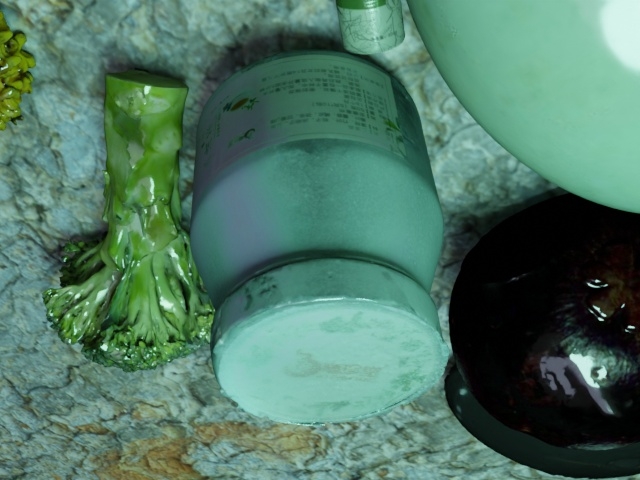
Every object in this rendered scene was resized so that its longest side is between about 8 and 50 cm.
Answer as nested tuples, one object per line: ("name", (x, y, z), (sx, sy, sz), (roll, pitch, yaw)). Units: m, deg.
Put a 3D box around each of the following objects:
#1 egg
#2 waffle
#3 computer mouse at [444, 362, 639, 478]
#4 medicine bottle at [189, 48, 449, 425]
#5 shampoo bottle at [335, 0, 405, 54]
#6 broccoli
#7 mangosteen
("egg", (0.215, -0.182, 0.523), (0.389, 0.276, 0.276), (40, 128, -18))
("waffle", (-0.418, -0.210, 0.821), (0.193, 0.070, 0.197), (16, 134, 2))
("computer mouse", (0.319, 0.238, 0.957), (0.323, 0.116, 0.183), (16, 136, 1))
("medicine bottle", (0.000, 0.000, 0.691), (0.245, 0.290, 0.245), (-4, 139, -4))
("shampoo bottle", (0.035, -0.271, 0.646), (0.065, 0.065, 0.204), (-1, 129, 16))
("broccoli", (-0.189, -0.011, 0.857), (0.252, 0.221, 0.361), (48, 135, 22))
("mangosteen", (0.256, 0.081, 0.766), (0.287, 0.287, 0.233), (-29, 107, 33))
